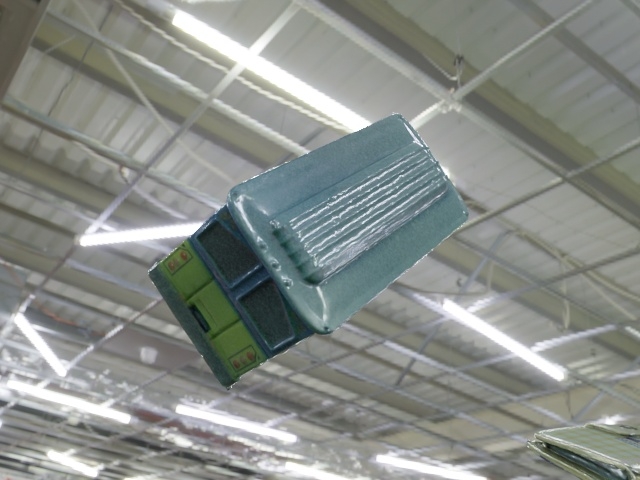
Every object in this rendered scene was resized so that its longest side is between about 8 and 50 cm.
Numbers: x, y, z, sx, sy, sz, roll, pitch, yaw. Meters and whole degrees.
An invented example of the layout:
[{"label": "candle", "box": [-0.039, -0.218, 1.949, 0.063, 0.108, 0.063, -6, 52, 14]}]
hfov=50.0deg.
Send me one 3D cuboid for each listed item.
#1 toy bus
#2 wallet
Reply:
[{"label": "toy bus", "box": [0.000, 0.000, 0.723, 0.190, 0.312, 0.152, -36, -93, 42]}, {"label": "wallet", "box": [0.487, 0.329, 1.012, 0.310, 0.077, 0.223, 11, 2, -23]}]
